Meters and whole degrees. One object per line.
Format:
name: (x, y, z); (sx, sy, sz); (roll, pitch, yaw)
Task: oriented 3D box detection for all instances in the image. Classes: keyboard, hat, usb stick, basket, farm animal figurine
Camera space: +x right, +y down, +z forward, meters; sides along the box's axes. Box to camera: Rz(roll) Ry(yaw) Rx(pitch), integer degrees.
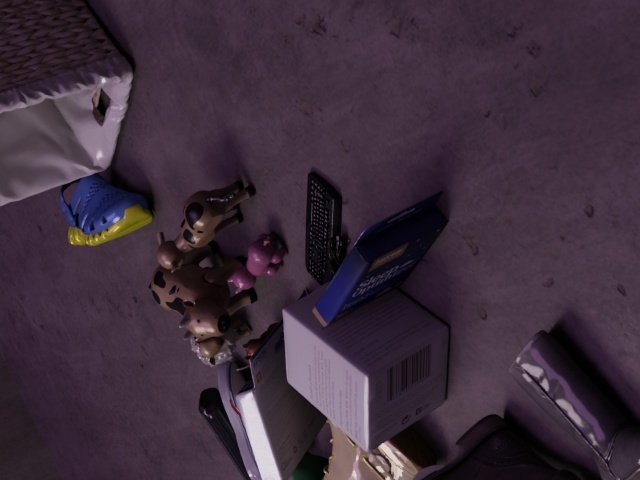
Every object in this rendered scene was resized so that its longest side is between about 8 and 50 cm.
keyboard: (0.000, 0.000, 1.745); (0.100, 0.038, 0.192); (39, 144, 36)
hat: (-0.020, 0.352, 1.896); (0.173, 0.208, 0.184); (-116, 19, -56)
usb stick: (-0.151, 0.386, 2.210); (0.077, 0.045, 0.278); (-107, -9, -58)
basket: (-0.549, -0.262, 2.122); (0.266, 0.331, 0.328); (59, 151, 18)
farm animal figurine: (-0.189, 0.077, 1.968); (0.326, 0.172, 0.330); (0, 114, 58)

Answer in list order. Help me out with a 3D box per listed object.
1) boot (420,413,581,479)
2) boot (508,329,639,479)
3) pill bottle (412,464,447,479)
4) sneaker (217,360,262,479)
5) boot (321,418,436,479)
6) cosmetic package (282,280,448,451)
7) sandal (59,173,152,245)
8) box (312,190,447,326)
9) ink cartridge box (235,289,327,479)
boot: (0.229, 0.363, 1.497); (0.091, 0.263, 0.229); (37, -179, -46)
boot: (0.319, 0.187, 1.371); (0.209, 0.076, 0.190); (59, 149, 20)
pill bottle: (0.175, 0.435, 1.733); (0.121, 0.121, 0.216); (36, 141, 39)
sneaker: (-0.111, 0.318, 2.136); (0.258, 0.091, 0.094); (65, -175, 35)
boot: (0.027, 0.321, 1.816); (0.262, 0.095, 0.203); (42, 116, 17)
cosmetic package: (0.062, 0.162, 1.661); (0.183, 0.151, 0.152); (37, 142, 39)
sandal: (-0.429, -0.067, 2.292); (0.317, 0.126, 0.138); (-3, 107, 57)
box: (0.080, 0.027, 1.536); (0.036, 0.136, 0.225); (54, 150, 17)
ink cartridge box: (-0.056, 0.224, 1.841); (0.045, 0.223, 0.224); (-2, 114, 26)
